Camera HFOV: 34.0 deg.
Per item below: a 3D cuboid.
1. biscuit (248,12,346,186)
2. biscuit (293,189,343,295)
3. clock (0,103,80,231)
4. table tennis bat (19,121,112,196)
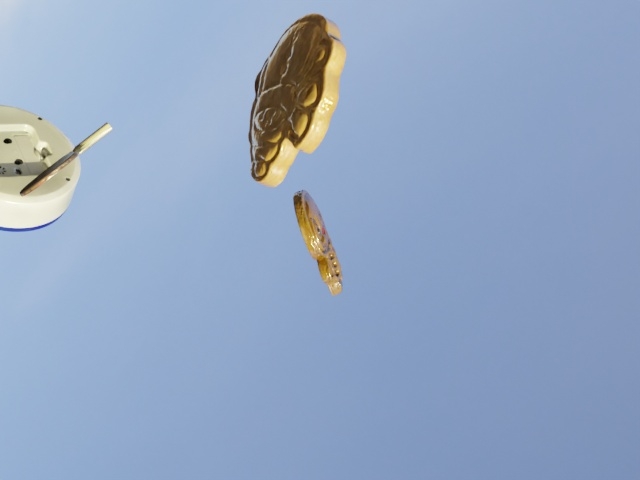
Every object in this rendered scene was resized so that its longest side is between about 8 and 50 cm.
[{"bbox_3d":[-0.056,-0.286,2.064,0.312,0.057,0.351,-17,-121,58],"label":"biscuit"},{"bbox_3d":[0.000,0.000,1.617,0.026,0.175,0.124,-18,-153,10],"label":"biscuit"},{"bbox_3d":[-0.513,-0.123,1.721,0.083,0.230,0.230,-54,-146,39],"label":"clock"},{"bbox_3d":[-0.358,-0.113,1.472,0.158,0.014,0.095,-40,-165,-11],"label":"table tennis bat"}]
